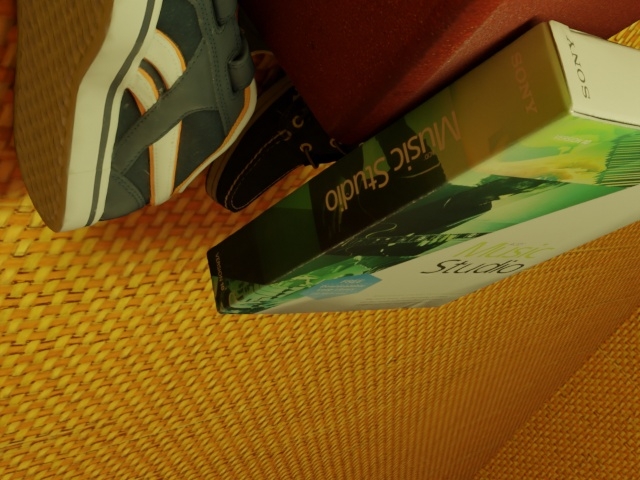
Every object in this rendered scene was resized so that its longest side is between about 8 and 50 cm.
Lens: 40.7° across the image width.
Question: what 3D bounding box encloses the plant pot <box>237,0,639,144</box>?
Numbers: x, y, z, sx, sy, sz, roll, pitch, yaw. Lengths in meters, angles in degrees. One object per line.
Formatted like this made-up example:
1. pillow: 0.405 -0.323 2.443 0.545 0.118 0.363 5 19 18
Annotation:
1. plant pot: 0.075 -0.209 0.499 0.267 0.267 0.235 -22 161 -33

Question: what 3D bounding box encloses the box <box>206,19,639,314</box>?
1. box: 0.104 -0.023 0.578 0.232 0.058 0.322 1 158 -38

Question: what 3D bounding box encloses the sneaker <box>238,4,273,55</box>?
1. sneaker: 0.026 -0.152 0.658 0.192 0.064 0.086 13 130 -22

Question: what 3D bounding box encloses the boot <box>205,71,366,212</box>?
1. boot: 0.036 -0.071 0.715 0.236 0.178 0.085 -44 165 3

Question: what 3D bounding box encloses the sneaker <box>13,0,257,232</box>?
1. sneaker: -0.104 -0.132 0.507 0.128 0.126 0.321 -18 157 -31
